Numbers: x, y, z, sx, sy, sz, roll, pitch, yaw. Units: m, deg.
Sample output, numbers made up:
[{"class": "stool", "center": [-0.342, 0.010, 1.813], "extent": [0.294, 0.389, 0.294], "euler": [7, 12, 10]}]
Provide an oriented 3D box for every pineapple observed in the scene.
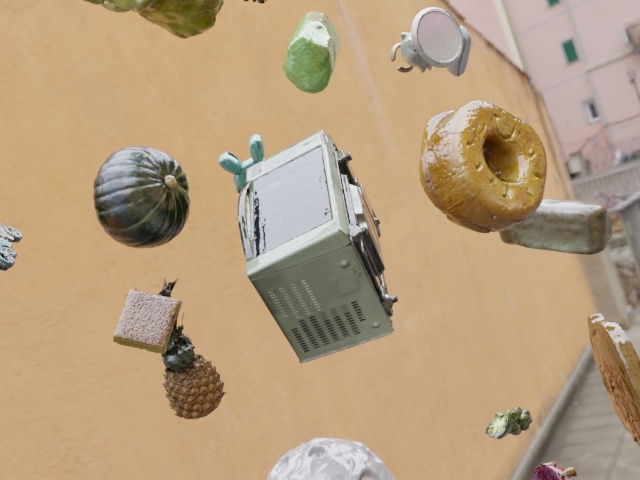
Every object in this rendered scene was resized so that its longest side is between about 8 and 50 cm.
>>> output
[{"class": "pineapple", "center": [-0.274, 0.206, 1.427], "extent": [0.119, 0.277, 0.130], "euler": [-2, 27, 35]}]

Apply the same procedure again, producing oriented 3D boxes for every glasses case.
[{"class": "glasses case", "center": [0.369, -0.512, 2.064], "extent": [0.045, 0.067, 0.178], "euler": [-37, -20, -13]}]

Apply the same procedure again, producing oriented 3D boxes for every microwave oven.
[{"class": "microwave oven", "center": [0.000, 0.000, 1.662], "extent": [0.247, 0.333, 0.394], "euler": [-21, 36, 10]}]

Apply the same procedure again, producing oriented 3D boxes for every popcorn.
[{"class": "popcorn", "center": [-0.312, -0.588, 1.479], "extent": [0.293, 0.333, 0.293], "euler": [16, 4, -1]}]

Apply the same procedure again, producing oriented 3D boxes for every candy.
[{"class": "candy", "center": [0.485, -0.032, 1.594], "extent": [0.234, 0.104, 0.102], "euler": [5, 18, 38]}, {"class": "candy", "center": [-0.016, -0.461, 1.843], "extent": [0.142, 0.132, 0.343], "euler": [-53, 12, 23]}]

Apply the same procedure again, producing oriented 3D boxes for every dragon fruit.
[{"class": "dragon fruit", "center": [0.521, 0.542, 1.676], "extent": [0.068, 0.112, 0.126], "euler": [-2, -42, -27]}]

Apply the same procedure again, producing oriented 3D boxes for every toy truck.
[{"class": "toy truck", "center": [-0.707, 0.025, 1.557], "extent": [0.108, 0.140, 0.256], "euler": [-52, 24, 9]}]

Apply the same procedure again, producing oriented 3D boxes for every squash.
[{"class": "squash", "center": [-0.359, -0.087, 1.543], "extent": [0.172, 0.218, 0.218], "euler": [-32, -7, 38]}]

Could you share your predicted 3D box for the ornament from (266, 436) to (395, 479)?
[{"class": "ornament", "center": [0.019, 0.617, 1.767], "extent": [0.337, 0.336, 0.337], "euler": [-19, 1, 0]}]

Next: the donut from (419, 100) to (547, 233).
[{"class": "donut", "center": [0.266, -0.119, 1.245], "extent": [0.227, 0.226, 0.114], "euler": [-20, -4, -35]}]

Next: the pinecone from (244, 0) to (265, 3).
[{"class": "pinecone", "center": [-0.098, -0.421, 1.146], "extent": [0.140, 0.120, 0.140], "euler": [17, 22, -7]}]

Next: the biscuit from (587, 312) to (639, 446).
[{"class": "biscuit", "center": [0.583, 0.275, 1.476], "extent": [0.049, 0.272, 0.257], "euler": [-19, 11, 6]}]

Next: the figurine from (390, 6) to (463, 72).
[{"class": "figurine", "center": [0.212, -0.412, 1.633], "extent": [0.132, 0.132, 0.154], "euler": [-19, 3, -26]}]

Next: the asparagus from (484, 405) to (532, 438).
[{"class": "asparagus", "center": [0.529, 0.496, 2.095], "extent": [0.080, 0.080, 0.287], "euler": [-18, -17, 29]}]

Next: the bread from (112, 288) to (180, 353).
[{"class": "bread", "center": [-0.290, 0.134, 1.276], "extent": [0.090, 0.094, 0.035], "euler": [13, -33, -1]}]

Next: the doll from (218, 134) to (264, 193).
[{"class": "doll", "center": [-0.153, -0.178, 1.887], "extent": [0.160, 0.158, 0.059], "euler": [-23, 30, 8]}]
